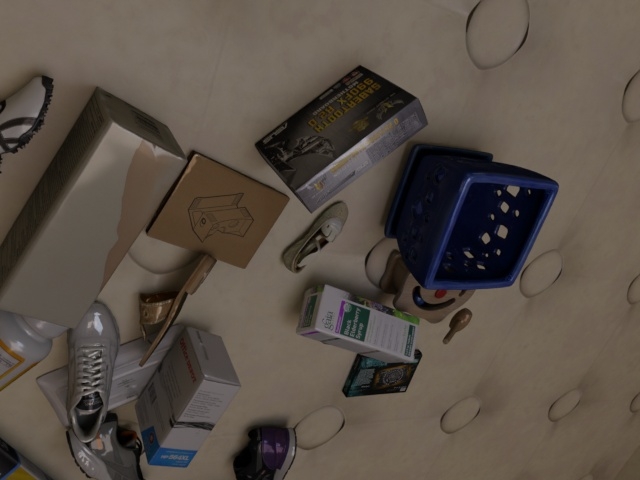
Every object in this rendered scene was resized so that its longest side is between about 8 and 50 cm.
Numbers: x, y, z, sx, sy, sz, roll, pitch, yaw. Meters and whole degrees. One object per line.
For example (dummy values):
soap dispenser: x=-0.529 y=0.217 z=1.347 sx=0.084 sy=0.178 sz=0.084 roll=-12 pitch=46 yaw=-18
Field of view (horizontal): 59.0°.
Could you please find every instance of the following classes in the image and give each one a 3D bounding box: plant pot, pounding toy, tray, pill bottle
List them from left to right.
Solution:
pill bottle: x=-0.499 y=0.163 z=0.877 sx=0.208 sy=0.117 sz=0.118 roll=-37 pitch=130 yaw=-2
tray: x=-0.371 y=0.263 z=1.070 sx=0.270 sy=0.030 sz=0.145 roll=-20 pitch=128 yaw=-16
pounding toy: x=0.272 y=0.119 z=1.242 sx=0.269 sy=0.155 sz=0.154 roll=23 pitch=112 yaw=-37
plant pot: x=0.267 y=-0.057 z=1.088 sx=0.235 sy=0.212 sz=0.236 roll=1 pitch=119 yaw=-28

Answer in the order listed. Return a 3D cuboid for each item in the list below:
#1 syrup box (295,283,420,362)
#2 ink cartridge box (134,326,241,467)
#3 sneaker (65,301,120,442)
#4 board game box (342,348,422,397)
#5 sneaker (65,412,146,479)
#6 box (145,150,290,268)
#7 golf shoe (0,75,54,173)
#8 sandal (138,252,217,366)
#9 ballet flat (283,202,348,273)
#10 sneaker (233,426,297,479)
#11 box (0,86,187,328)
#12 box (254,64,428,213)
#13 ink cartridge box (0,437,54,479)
syrup box: x=0.077 y=0.175 z=1.158 sx=0.236 sy=0.096 sz=0.093 roll=22 pitch=68 yaw=-23
ink cartridge box: x=-0.246 y=0.285 z=1.034 sx=0.085 sy=0.148 sz=0.203 roll=25 pitch=107 yaw=-37
sneaker: x=-0.390 y=0.223 z=0.969 sx=0.090 sy=0.095 sz=0.235 roll=1 pitch=102 yaw=-21
board game box: x=0.155 y=0.327 z=1.399 sx=0.186 sy=0.026 sz=0.126 roll=5 pitch=117 yaw=-30
sneaker: x=-0.396 y=0.448 z=1.135 sx=0.108 sy=0.100 sz=0.272 roll=-30 pitch=130 yaw=-15
box: x=-0.174 y=-0.045 z=0.981 sx=0.201 sy=0.021 sz=0.164 roll=23 pitch=107 yaw=-38
golf shoe: x=-0.433 y=-0.150 z=0.736 sx=0.198 sy=0.077 sz=0.094 roll=-46 pitch=130 yaw=4
sandal: x=-0.280 y=0.107 z=1.002 sx=0.079 sy=0.088 sz=0.240 roll=35 pitch=102 yaw=-6
ballet flat: x=0.000 y=0.000 z=1.084 sx=0.168 sy=0.052 sz=0.057 roll=-46 pitch=130 yaw=5
sneaker: x=-0.157 y=0.554 z=1.348 sx=0.124 sy=0.107 sz=0.284 roll=12 pitch=111 yaw=-18
box: x=-0.338 y=-0.043 z=0.814 sx=0.121 sy=0.148 sz=0.311 roll=27 pitch=106 yaw=-39
box: x=0.026 y=-0.169 z=0.904 sx=0.231 sy=0.183 sz=0.056 roll=-37 pitch=130 yaw=-1
ink cartridge box: x=-0.654 y=0.512 z=1.006 sx=0.307 sy=0.072 sz=0.304 roll=-42 pitch=134 yaw=-23
